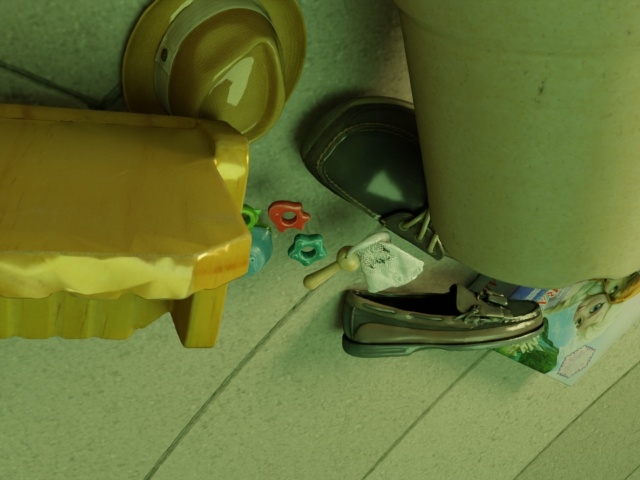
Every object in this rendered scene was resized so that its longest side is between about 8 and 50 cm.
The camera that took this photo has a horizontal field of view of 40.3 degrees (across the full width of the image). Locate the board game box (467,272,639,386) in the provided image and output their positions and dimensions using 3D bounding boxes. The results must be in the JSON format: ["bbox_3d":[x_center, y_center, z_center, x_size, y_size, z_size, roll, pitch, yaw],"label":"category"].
[{"bbox_3d":[0.390,0.054,1.285,0.318,0.066,0.318,26,110,-44],"label":"board game box"}]

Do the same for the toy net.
[{"bbox_3d":[0.000,0.000,0.946,0.232,0.045,0.122,4,129,-10],"label":"toy net"}]

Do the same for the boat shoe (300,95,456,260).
[{"bbox_3d":[0.134,-0.053,0.978,0.355,0.130,0.132,17,116,-41],"label":"boat shoe"}]

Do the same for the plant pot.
[{"bbox_3d":[0.206,-0.139,0.769,0.334,0.334,0.305,-18,126,-19],"label":"plant pot"}]

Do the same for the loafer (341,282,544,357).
[{"bbox_3d":[0.159,0.094,1.121,0.268,0.096,0.084,-6,105,-7],"label":"loafer"}]

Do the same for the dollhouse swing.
[{"bbox_3d":[-0.232,0.044,0.650,0.347,0.305,0.315,2,126,-18],"label":"dollhouse swing"}]

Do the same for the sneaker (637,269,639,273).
[{"bbox_3d":[0.446,-0.027,1.141,0.293,0.102,0.146,21,106,-46],"label":"sneaker"}]

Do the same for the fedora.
[{"bbox_3d":[-0.083,-0.146,0.795,0.194,0.079,0.194,-18,134,-19],"label":"fedora"}]
